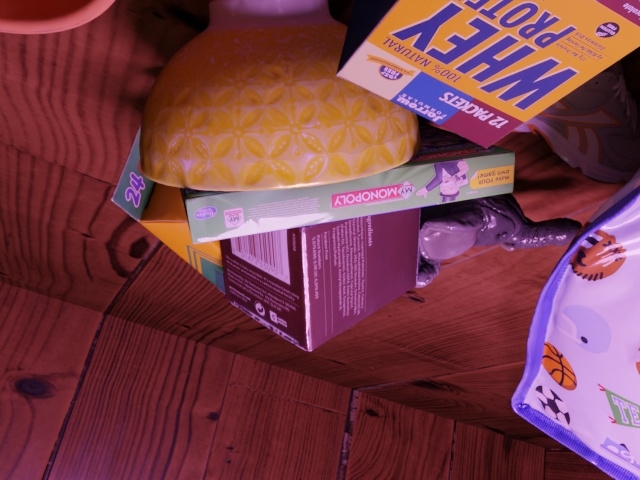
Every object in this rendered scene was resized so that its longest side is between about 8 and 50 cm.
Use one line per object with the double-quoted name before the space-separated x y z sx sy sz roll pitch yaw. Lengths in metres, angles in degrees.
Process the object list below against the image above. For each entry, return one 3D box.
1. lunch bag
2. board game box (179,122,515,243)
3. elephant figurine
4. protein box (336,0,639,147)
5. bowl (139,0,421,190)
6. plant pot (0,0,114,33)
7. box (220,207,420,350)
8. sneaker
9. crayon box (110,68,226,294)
"lunch bag" 0.362 0.011 0.524 0.239 0.328 0.385 30 145 35
"board game box" 0.010 -0.075 0.645 0.318 0.046 0.213 -9 -158 -13
"elephant figurine" 0.193 -0.038 0.825 0.186 0.169 0.239 -11 171 -42
"protein box" 0.128 -0.210 0.400 0.136 0.201 0.200 21 154 -18
"bowl" -0.045 -0.162 0.603 0.290 0.289 0.156 3 111 20
"plant pot" -0.224 -0.304 0.360 0.291 0.203 0.291 10 155 5
"box" 0.000 0.000 0.761 0.168 0.203 0.167 25 128 41
"sneaker" 0.277 -0.145 0.608 0.263 0.099 0.121 17 148 -18
"crayon box" -0.133 -0.060 0.844 0.083 0.203 0.323 1 153 23
